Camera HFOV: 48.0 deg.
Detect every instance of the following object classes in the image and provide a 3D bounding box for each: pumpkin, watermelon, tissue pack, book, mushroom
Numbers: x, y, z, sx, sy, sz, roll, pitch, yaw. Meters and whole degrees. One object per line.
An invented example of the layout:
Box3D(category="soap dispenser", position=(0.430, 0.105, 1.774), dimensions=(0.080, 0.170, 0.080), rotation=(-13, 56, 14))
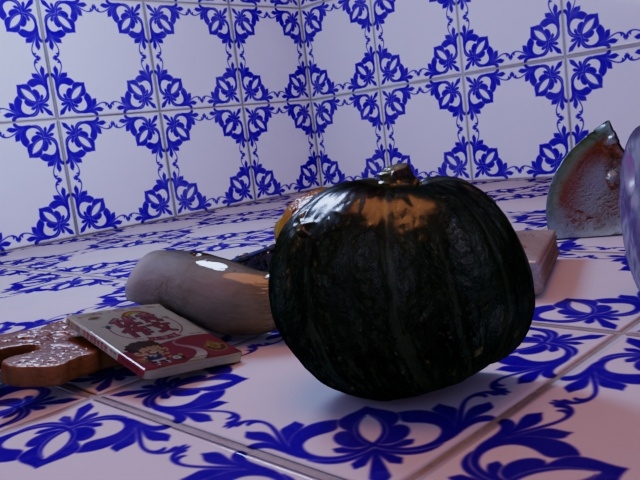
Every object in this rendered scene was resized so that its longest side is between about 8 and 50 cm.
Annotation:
Box3D(category="pumpkin", position=(0.069, 0.056, 0.819), dimensions=(0.293, 0.263, 0.197), rotation=(-4, 12, 35))
Box3D(category="watermelon", position=(0.651, -0.099, 1.660), dimensions=(0.290, 0.319, 0.214), rotation=(-39, 43, -8))
Box3D(category="tissue pack", position=(0.345, 0.037, 1.344), dimensions=(0.170, 0.071, 0.325), rotation=(-5, 9, 24))
Box3D(category="book", position=(-0.248, 0.143, 1.059), dimensions=(0.162, 0.022, 0.232), rotation=(-2, 16, -44))
Box3D(category="mushroom", position=(-0.167, 0.090, 1.207), dimensions=(0.177, 0.125, 0.397), rotation=(21, -10, -40))

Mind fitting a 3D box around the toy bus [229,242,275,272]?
Box3D(category="toy bus", position=(-0.150, 0.064, 1.579), dimensions=(0.094, 0.079, 0.237), rotation=(-21, 0, 32))

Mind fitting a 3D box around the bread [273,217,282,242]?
Box3D(category="bread", position=(0.000, 0.000, 1.700), dimensions=(0.173, 0.121, 0.311), rotation=(-7, 8, -20))

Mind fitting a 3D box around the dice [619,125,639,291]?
Box3D(category="dice", position=(0.588, -0.045, 1.004), dimensions=(0.270, 0.271, 0.270), rotation=(-5, 8, 8))

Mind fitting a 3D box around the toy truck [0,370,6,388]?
Box3D(category="toy truck", position=(-0.532, 0.194, 1.066), dimensions=(0.136, 0.063, 0.074), rotation=(-6, 28, -5))

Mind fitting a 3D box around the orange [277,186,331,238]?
Box3D(category="orange", position=(0.025, 0.001, 1.389), dimensions=(0.219, 0.219, 0.193), rotation=(-12, -30, -31))

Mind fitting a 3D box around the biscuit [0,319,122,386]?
Box3D(category="biscuit", position=(-0.362, 0.163, 1.098), dimensions=(0.202, 0.047, 0.334), rotation=(8, 10, 31))
